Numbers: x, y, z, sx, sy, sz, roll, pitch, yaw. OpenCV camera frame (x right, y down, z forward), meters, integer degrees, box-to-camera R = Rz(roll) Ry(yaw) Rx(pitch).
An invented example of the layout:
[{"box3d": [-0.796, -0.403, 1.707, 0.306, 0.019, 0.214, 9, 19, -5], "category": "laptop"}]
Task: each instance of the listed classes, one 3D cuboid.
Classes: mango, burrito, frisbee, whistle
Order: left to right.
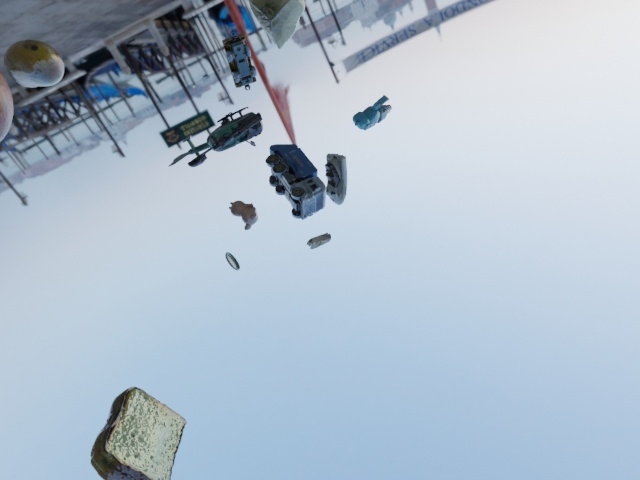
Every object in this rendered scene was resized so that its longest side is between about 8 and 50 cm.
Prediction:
[{"box3d": [-1.170, -0.708, 1.690, 0.316, 0.192, 0.146, -4, -109, 42], "category": "mango"}, {"box3d": [-0.447, 0.106, 2.105, 0.014, 0.110, 0.110, -35, -156, 7], "category": "frisbee"}, {"box3d": [0.000, 0.000, 1.733, 0.055, 0.041, 0.149, 30, -148, 29], "category": "burrito"}, {"box3d": [0.255, -0.604, 2.015, 0.274, 0.093, 0.186, -34, 170, -36], "category": "whistle"}]

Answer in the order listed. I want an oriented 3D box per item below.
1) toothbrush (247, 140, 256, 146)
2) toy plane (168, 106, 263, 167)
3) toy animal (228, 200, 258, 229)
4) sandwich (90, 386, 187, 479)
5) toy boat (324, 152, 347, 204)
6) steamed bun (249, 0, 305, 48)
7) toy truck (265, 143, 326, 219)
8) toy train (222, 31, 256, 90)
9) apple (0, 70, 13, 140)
[{"box3d": [-0.279, -0.363, 1.452, 0.011, 0.014, 0.167, -36, -129, -28], "category": "toothbrush"}, {"box3d": [-0.328, -0.333, 1.360, 0.381, 0.106, 0.155, -16, -150, 19], "category": "toy plane"}, {"box3d": [-0.313, -0.111, 1.693, 0.150, 0.083, 0.089, 33, -114, 21], "category": "toy animal"}, {"box3d": [-0.582, 0.647, 1.339, 0.099, 0.271, 0.301, -41, -159, 11], "category": "sandwich"}, {"box3d": [0.071, -0.314, 2.165, 0.140, 0.270, 0.141, 6, -162, -2], "category": "toy boat"}, {"box3d": [-0.167, -0.870, 1.565, 0.212, 0.231, 0.110, -17, -148, 42], "category": "steamed bun"}, {"box3d": [-0.111, -0.261, 1.753, 0.175, 0.146, 0.367, -24, -122, -17], "category": "toy truck"}, {"box3d": [-0.305, -0.671, 1.545, 0.089, 0.219, 0.127, -25, -131, -12], "category": "toy train"}, {"box3d": [-0.923, -0.348, 1.024, 0.301, 0.302, 0.302, -22, -155, 11], "category": "apple"}]
